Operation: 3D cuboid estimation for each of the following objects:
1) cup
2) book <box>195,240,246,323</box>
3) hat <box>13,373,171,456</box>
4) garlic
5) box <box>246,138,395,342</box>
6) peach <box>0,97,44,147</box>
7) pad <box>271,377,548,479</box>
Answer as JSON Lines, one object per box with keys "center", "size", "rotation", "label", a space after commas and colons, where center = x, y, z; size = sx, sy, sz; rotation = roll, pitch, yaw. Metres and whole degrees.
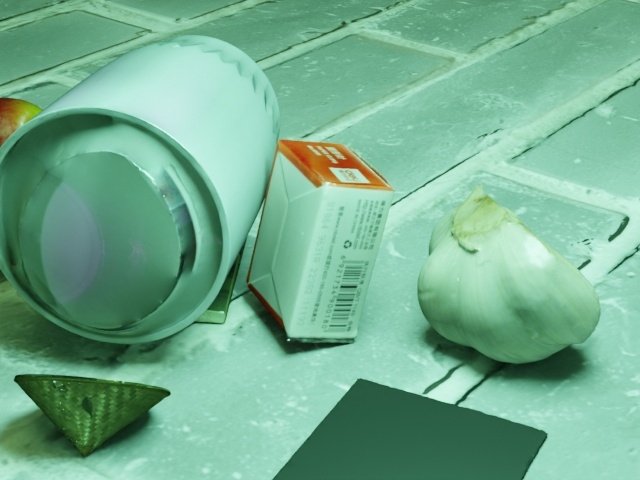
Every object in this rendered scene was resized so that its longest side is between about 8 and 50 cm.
{"center": [-0.182, -0.077, 1.343], "size": [0.253, 0.253, 0.371], "rotation": [5, 26, 9], "label": "cup"}
{"center": [-0.173, 0.025, 1.439], "size": [0.160, 0.024, 0.228], "rotation": [3, 28, 3], "label": "book"}
{"center": [-0.213, 0.166, 1.142], "size": [0.146, 0.067, 0.146], "rotation": [5, -14, 1], "label": "hat"}
{"center": [0.183, 0.055, 1.281], "size": [0.143, 0.178, 0.229], "rotation": [-43, 22, -11], "label": "garlic"}
{"center": [0.000, 0.000, 1.315], "size": [0.099, 0.182, 0.133], "rotation": [3, 22, -26], "label": "box"}
{"center": [-0.383, -0.069, 1.461], "size": [0.197, 0.197, 0.197], "rotation": [0, 28, 0], "label": "peach"}
{"center": [0.059, 0.222, 1.090], "size": [0.202, 0.005, 0.300], "rotation": [14, 31, 23], "label": "pad"}
